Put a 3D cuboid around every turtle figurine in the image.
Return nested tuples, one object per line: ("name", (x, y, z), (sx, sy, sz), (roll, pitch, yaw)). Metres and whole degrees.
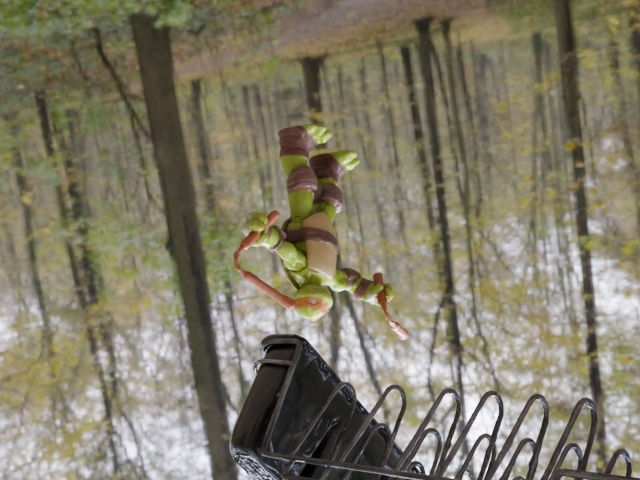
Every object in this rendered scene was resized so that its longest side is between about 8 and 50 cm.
("turtle figurine", (0.000, 0.000, 0.973), (0.087, 0.217, 0.270), (-19, 148, 40))

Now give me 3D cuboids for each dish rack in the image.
("dish rack", (0.097, 0.139, 0.424), (0.272, 0.208, 0.074), (-3, -133, 44))
